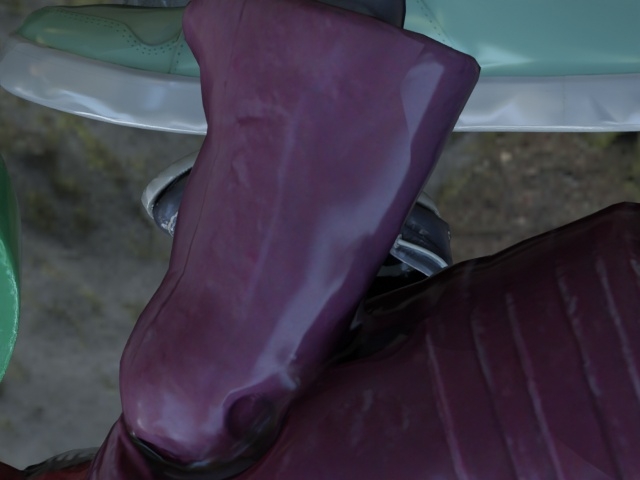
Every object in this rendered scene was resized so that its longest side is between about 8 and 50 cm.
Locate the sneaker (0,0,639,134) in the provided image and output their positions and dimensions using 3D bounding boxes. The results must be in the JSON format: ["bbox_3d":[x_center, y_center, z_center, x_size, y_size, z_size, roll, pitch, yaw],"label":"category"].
[{"bbox_3d":[0.013,-0.112,0.601,0.255,0.151,0.094,-2,-173,4],"label":"sneaker"}]

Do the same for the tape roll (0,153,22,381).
[{"bbox_3d":[-0.335,0.017,1.017,0.321,0.077,0.321,-4,130,-5],"label":"tape roll"}]

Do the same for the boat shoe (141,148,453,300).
[{"bbox_3d":[0.000,0.000,0.878,0.075,0.065,0.206,-40,148,28],"label":"boat shoe"}]

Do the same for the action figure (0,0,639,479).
[{"bbox_3d":[0.072,0.056,0.349,0.370,0.276,0.248,-18,121,14],"label":"action figure"}]

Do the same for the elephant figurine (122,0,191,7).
[{"bbox_3d":[-0.044,-0.148,1.036,0.169,0.239,0.186,-16,171,-24],"label":"elephant figurine"}]
